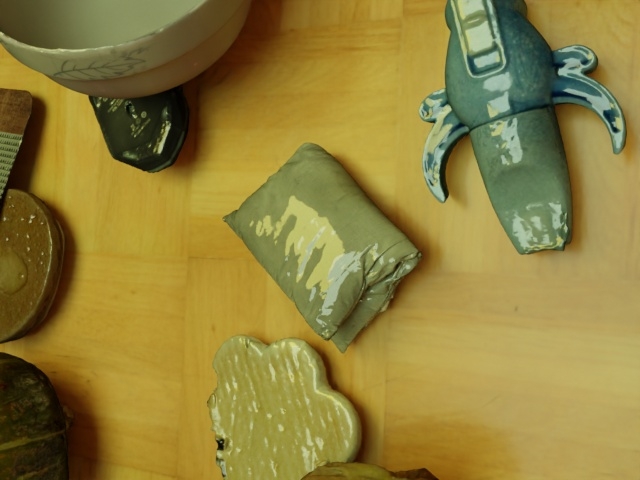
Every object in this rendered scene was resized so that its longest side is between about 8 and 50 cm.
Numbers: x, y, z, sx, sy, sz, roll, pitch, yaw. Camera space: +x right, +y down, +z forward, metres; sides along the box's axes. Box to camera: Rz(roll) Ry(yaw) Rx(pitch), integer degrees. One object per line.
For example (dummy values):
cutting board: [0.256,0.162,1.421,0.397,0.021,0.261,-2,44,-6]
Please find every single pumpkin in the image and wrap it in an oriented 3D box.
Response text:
pumpkin: [-0.368,0.231,0.942,0.219,0.162,0.219,18,114,47]

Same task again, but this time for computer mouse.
computer mouse: [-0.202,-0.155,0.917,0.106,0.062,0.192,-42,64,19]

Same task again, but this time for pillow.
pillow: [0.000,0.000,0.796,0.134,0.078,0.181,-49,65,14]

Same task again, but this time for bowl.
bowl: [-0.195,-0.258,0.836,0.287,0.144,0.287,-4,60,6]

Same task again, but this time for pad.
pad: [-0.406,-0.074,0.970,0.323,0.055,0.250,8,79,55]

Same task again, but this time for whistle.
whistle: [0.168,-0.119,0.713,0.180,0.093,0.269,-14,88,27]

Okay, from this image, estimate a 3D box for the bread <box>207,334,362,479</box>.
bread: [-0.037,0.223,0.826,0.182,0.039,0.251,-1,87,27]

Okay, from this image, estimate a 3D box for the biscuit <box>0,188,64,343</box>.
biscuit: [-0.395,0.034,1.014,0.208,0.049,0.181,-42,69,17]

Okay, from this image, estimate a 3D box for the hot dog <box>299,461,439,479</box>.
hot dog: [0.032,0.294,0.720,0.175,0.114,0.259,20,107,-3]
